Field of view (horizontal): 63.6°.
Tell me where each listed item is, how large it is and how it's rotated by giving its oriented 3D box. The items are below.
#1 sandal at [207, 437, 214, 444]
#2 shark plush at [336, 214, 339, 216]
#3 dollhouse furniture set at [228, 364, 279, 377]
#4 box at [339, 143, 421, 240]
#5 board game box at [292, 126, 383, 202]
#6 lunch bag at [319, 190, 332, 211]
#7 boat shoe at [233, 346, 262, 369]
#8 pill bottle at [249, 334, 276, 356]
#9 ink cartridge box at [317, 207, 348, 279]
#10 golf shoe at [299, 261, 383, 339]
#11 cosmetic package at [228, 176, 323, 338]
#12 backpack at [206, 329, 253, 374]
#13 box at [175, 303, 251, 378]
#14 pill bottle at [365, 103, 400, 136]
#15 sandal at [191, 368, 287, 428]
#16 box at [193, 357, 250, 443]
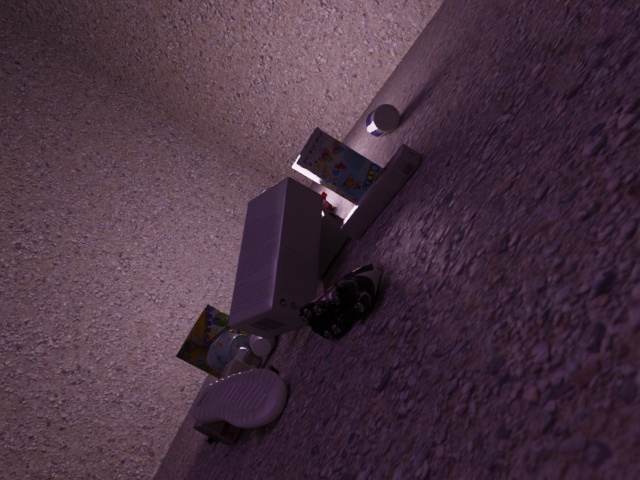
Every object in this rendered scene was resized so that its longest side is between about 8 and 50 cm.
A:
[{"bbox_3d":[-0.366,0.639,1.934,0.097,0.055,0.254,-50,13,50],"label":"sandal"},{"bbox_3d":[0.034,-0.023,2.037,0.067,0.073,0.161,-31,-44,-65],"label":"shark plush"},{"bbox_3d":[-0.204,0.416,1.570,0.152,0.076,0.058,-15,39,35],"label":"dollhouse furniture set"},{"bbox_3d":[0.167,-0.132,1.476,0.324,0.067,0.063,-54,9,37],"label":"box"},{"bbox_3d":[0.060,-0.251,1.797,0.144,0.275,0.142,-60,8,-3],"label":"board game box"},{"bbox_3d":[-0.042,-0.119,2.483,0.258,0.120,0.293,-59,8,-1],"label":"lunch bag"},{"bbox_3d":[-0.300,0.525,1.800,0.109,0.094,0.302,86,-153,-81],"label":"boat shoe"},{"bbox_3d":[-0.208,0.353,1.873,0.094,0.094,0.169,-58,9,10],"label":"pill bottle"},{"bbox_3d":[0.000,0.000,1.824,0.197,0.114,0.273,-58,7,8],"label":"ink cartridge box"},{"bbox_3d":[0.051,0.140,1.164,0.120,0.105,0.273,-46,4,-38],"label":"golf shoe"},{"bbox_3d":[-0.134,0.055,1.624,0.230,0.162,0.453,-25,50,42],"label":"cosmetic package"},{"bbox_3d":[-0.323,0.433,1.946,0.144,0.188,0.165,-51,11,46],"label":"backpack"},{"bbox_3d":[-0.431,0.453,2.204,0.290,0.279,0.177,-47,15,54],"label":"box"},{"bbox_3d":[0.244,-0.478,2.087,0.112,0.112,0.187,-60,9,-3],"label":"pill bottle"},{"bbox_3d":[-0.210,0.452,1.442,0.416,0.102,0.169,-16,38,47],"label":"sandal"},{"bbox_3d":[-0.291,0.520,1.663,0.232,0.127,0.148,-63,9,-29],"label":"box"}]
